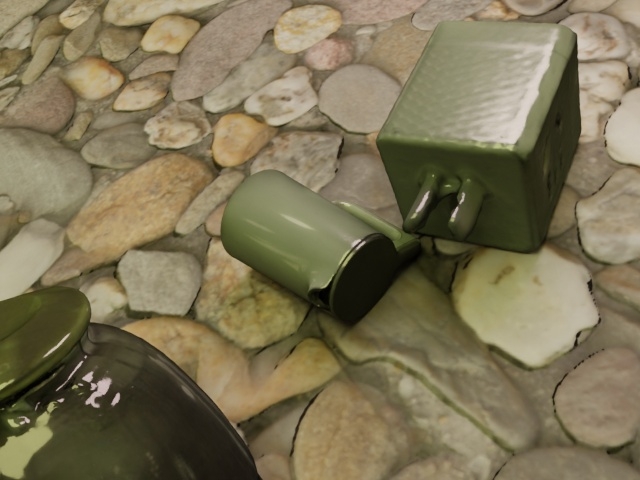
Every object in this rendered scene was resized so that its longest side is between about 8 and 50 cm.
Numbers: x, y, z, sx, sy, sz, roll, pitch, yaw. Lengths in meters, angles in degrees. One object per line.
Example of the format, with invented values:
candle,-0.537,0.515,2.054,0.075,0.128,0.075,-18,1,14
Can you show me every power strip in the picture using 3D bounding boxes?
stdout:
power strip,0.143,-0.077,0.679,0.139,0.140,0.224,12,58,28

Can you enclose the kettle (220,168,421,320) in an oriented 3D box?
kettle,-0.003,0.005,0.710,0.148,0.127,0.098,29,99,34

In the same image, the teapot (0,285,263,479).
teapot,-0.198,0.177,0.474,0.240,0.239,0.321,-8,27,33
